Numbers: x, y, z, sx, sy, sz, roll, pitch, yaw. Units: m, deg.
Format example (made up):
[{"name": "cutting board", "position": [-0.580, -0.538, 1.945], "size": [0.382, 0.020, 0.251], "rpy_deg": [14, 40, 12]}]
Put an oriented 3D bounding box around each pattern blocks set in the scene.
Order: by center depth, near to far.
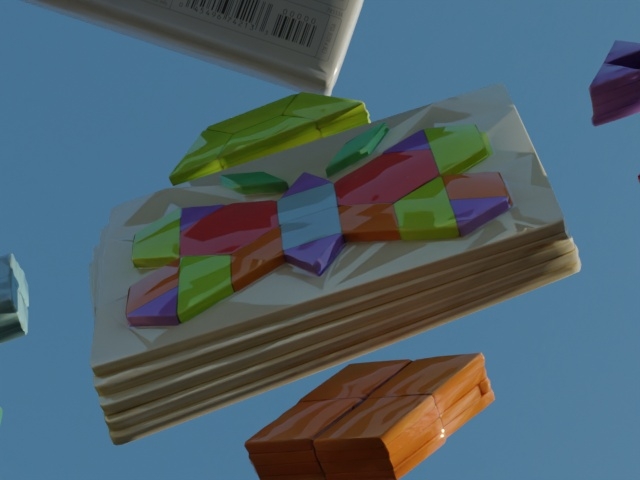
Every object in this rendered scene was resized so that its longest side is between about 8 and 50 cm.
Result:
[{"name": "pattern blocks set", "position": [0.000, 0.000, 0.607], "size": [0.325, 0.285, 0.026], "rpy_deg": [-24, -65, -9]}]

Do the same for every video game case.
[{"name": "video game case", "position": [-0.071, -0.201, 0.885], "size": [0.227, 0.206, 0.026], "rpy_deg": [18, -19, 1]}]
